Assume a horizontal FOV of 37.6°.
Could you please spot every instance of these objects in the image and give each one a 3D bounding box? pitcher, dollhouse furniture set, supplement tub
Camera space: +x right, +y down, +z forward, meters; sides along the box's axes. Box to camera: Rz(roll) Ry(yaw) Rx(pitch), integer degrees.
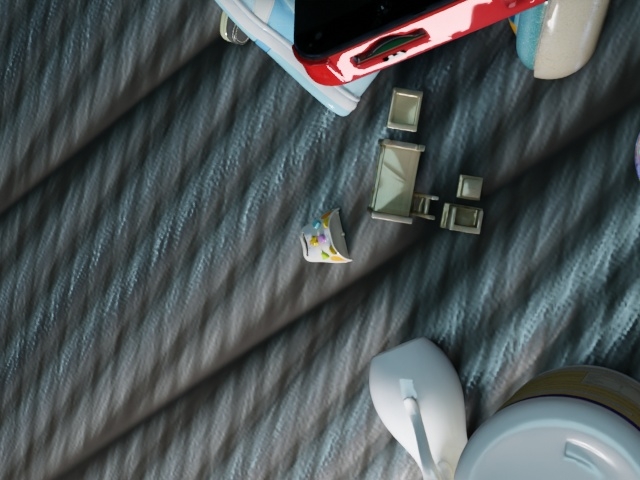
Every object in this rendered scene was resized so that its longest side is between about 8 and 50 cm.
[{"bbox_3d":[0.143,0.244,1.299,0.126,0.178,0.207,-24,84,11],"label":"pitcher"},{"bbox_3d":[0.162,-0.113,1.342,0.161,0.101,0.181,10,96,-3],"label":"dollhouse furniture set"},{"bbox_3d":[0.314,0.282,1.146,0.241,0.331,0.240,1,93,23],"label":"supplement tub"}]

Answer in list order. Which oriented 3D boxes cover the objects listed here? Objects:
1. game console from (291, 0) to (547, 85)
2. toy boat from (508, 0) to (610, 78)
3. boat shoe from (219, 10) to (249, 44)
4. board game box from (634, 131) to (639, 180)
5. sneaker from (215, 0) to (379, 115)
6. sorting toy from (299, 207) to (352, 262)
[{"bbox_3d":[0.131,-0.382,1.149,0.387,0.060,0.341,-17,55,30],"label":"game console"},{"bbox_3d":[0.312,-0.365,1.197,0.148,0.267,0.318,18,69,13],"label":"toy boat"},{"bbox_3d":[-0.071,-0.388,1.414,0.073,0.080,0.223,37,101,22],"label":"boat shoe"},{"bbox_3d":[0.493,-0.109,1.215,0.169,0.033,0.133,14,97,22],"label":"board game box"},{"bbox_3d":[-0.013,-0.352,1.334,0.319,0.127,0.208,41,104,-18],"label":"sneaker"},{"bbox_3d":[0.000,0.000,1.428,0.075,0.045,0.083,-17,86,42],"label":"sorting toy"}]
